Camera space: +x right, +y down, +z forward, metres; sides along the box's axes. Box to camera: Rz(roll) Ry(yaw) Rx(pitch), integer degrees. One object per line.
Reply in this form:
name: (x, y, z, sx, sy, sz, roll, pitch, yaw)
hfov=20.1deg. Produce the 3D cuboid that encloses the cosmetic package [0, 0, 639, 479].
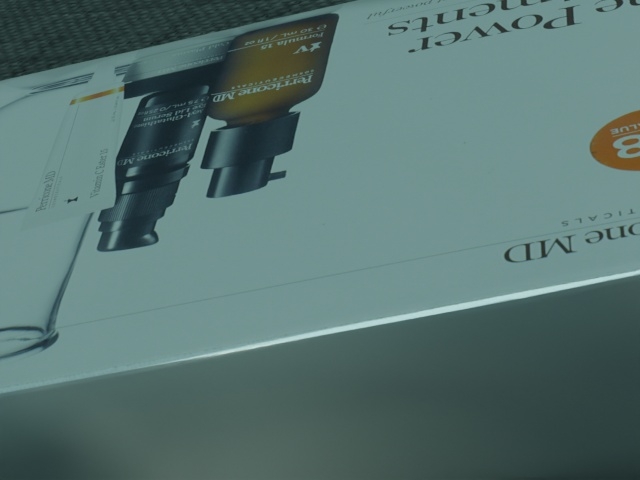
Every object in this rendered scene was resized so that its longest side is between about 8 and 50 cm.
cosmetic package: (0.000, 0.000, 0.720, 0.377, 0.097, 0.284, -11, 30, 12)
